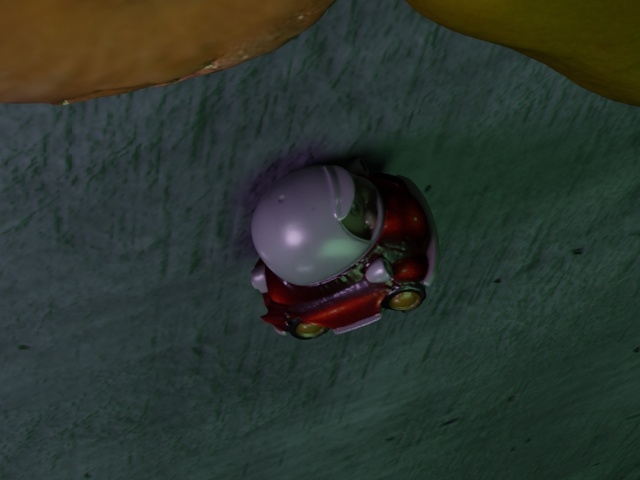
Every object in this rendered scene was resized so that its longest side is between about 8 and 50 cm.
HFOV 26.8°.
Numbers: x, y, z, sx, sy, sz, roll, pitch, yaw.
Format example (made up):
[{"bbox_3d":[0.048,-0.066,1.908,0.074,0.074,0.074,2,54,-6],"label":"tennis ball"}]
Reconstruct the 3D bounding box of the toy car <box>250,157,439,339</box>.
[{"bbox_3d":[0.000,0.000,0.935,0.139,0.112,0.112,-29,140,20],"label":"toy car"}]

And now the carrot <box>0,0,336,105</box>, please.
[{"bbox_3d":[-0.069,-0.175,0.392,0.196,0.254,0.196,-19,152,-10],"label":"carrot"}]

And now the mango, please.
[{"bbox_3d":[0.194,-0.173,0.770,0.331,0.142,0.195,9,130,-47],"label":"mango"}]
